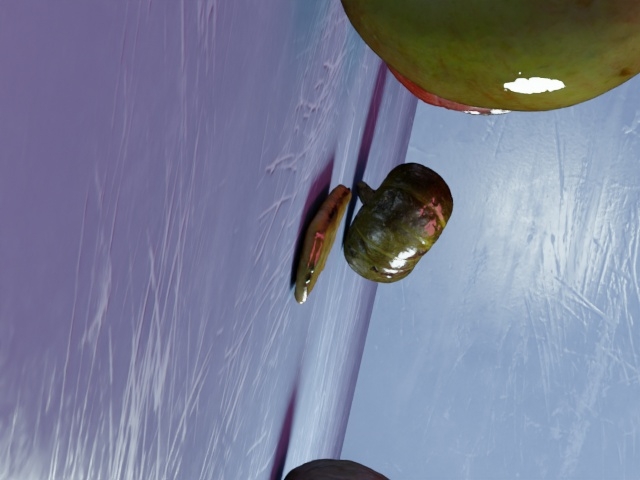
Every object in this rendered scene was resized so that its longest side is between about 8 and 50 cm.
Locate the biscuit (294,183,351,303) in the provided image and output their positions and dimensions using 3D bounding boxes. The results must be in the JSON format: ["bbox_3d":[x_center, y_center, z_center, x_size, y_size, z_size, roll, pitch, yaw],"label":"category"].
[{"bbox_3d":[0.000,0.000,1.548,0.247,0.029,0.118,-59,168,-73],"label":"biscuit"}]

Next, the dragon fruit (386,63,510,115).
[{"bbox_3d":[0.188,-0.291,1.526,0.342,0.277,0.277,71,31,-60],"label":"dragon fruit"}]

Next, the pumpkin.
[{"bbox_3d":[0.118,-0.037,2.063,0.219,0.162,0.219,-52,-176,5],"label":"pumpkin"}]

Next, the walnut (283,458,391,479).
[{"bbox_3d":[0.029,0.437,1.879,0.224,0.224,0.224,13,90,-84],"label":"walnut"}]

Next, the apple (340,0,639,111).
[{"bbox_3d":[0.165,-0.266,1.084,0.305,0.338,0.338,-30,135,-61],"label":"apple"}]
